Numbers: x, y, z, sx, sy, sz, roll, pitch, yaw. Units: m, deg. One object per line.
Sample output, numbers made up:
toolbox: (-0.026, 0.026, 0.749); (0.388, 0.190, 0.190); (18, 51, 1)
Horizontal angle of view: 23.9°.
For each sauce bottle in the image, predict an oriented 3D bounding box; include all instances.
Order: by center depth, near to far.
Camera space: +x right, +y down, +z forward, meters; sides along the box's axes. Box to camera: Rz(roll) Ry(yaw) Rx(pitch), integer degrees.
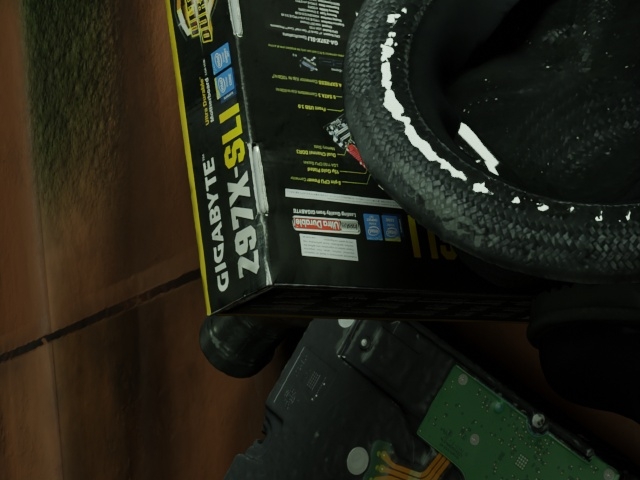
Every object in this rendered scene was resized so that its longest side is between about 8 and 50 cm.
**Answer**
sauce bottle: (0.000, 0.000, 1.284); (0.344, 0.111, 0.111); (-49, 50, 38)

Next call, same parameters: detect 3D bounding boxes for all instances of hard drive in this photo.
hard drive: (0.077, 0.197, 1.139); (0.339, 0.064, 0.237); (35, 100, 45)

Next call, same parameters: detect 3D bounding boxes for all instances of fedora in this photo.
fedora: (0.176, -0.074, 0.936); (0.152, 0.334, 0.334); (87, 161, -54)

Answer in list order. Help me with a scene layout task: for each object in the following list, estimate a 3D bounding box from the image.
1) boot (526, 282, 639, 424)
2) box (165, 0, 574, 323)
boot: (0.231, 0.160, 0.886); (0.348, 0.131, 0.260); (2, 78, 58)
box: (0.058, -0.075, 1.029); (0.079, 0.322, 0.257); (-26, 67, 49)
